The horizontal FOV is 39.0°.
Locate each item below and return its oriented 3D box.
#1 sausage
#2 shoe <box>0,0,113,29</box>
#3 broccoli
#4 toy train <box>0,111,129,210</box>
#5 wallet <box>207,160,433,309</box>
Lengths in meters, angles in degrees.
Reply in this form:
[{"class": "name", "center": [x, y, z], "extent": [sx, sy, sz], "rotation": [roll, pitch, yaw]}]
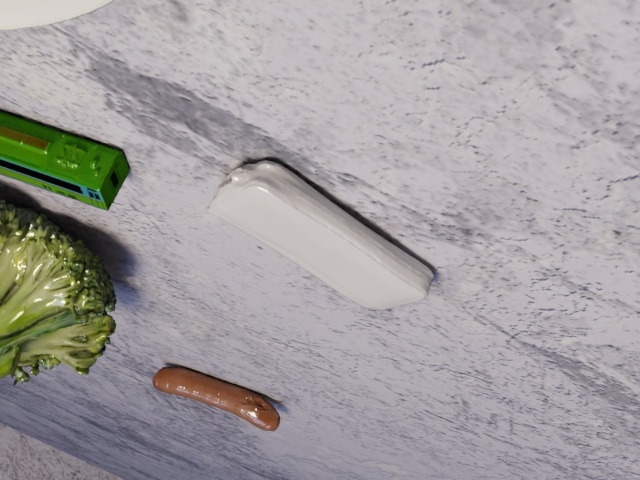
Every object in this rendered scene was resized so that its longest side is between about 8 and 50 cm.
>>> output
[{"class": "sausage", "center": [-0.140, 0.211, 1.224], "extent": [0.186, 0.043, 0.043], "rotation": [17, 154, 13]}, {"class": "shoe", "center": [-0.223, -0.178, 0.502], "extent": [0.265, 0.110, 0.095], "rotation": [-10, 164, 7]}, {"class": "broccoli", "center": [-0.357, 0.103, 0.865], "extent": [0.221, 0.361, 0.252], "rotation": [29, 117, 2]}, {"class": "toy train", "center": [-0.268, -0.084, 0.765], "extent": [0.209, 0.044, 0.042], "rotation": [18, 154, 9]}, {"class": "wallet", "center": [0.000, 0.000, 0.722], "extent": [0.190, 0.033, 0.095], "rotation": [35, 150, -24]}]
